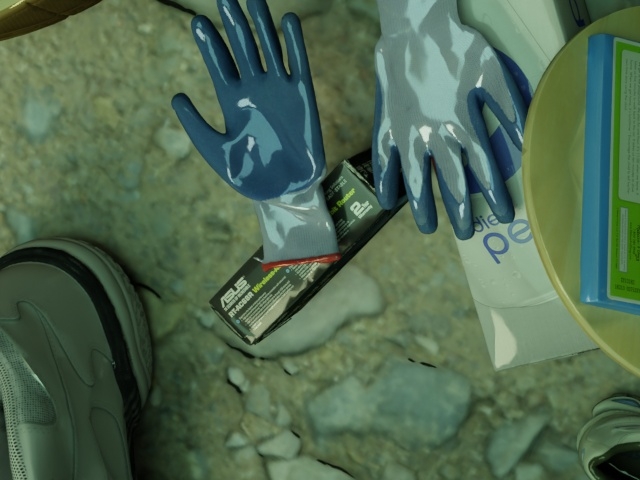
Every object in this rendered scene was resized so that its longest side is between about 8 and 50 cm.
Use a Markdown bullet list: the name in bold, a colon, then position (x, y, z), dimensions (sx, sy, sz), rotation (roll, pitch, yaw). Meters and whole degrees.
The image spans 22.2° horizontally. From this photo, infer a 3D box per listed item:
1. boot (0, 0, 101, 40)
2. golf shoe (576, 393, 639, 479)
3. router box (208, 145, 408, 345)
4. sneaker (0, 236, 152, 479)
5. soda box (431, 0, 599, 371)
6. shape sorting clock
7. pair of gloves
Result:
- **boot**: position (-0.153, -0.254, 0.951), dimensions (0.262, 0.095, 0.203), rotation (-33, 90, 19)
- **golf shoe**: position (0.226, 0.142, 0.909), dimensions (0.176, 0.086, 0.069), rotation (13, 102, 14)
- **router box**: position (0.000, 0.000, 0.952), dimensions (0.038, 0.092, 0.122), rotation (46, 111, 5)
- **sneaker**: position (-0.172, 0.192, 0.982), dimensions (0.137, 0.210, 0.365), rotation (-7, 98, 20)
- **soda box**: position (0.107, -0.081, 0.899), dimensions (0.091, 0.098, 0.286), rotation (-15, 96, 20)
- **shape sorting clock**: position (0.190, -0.022, 0.846), dimensions (0.206, 0.206, 0.040), rotation (60, 153, 0)
- **pair of gloves**: position (0.014, -0.068, 0.873), dimensions (0.198, 0.023, 0.159), rotation (-12, 95, 24)
